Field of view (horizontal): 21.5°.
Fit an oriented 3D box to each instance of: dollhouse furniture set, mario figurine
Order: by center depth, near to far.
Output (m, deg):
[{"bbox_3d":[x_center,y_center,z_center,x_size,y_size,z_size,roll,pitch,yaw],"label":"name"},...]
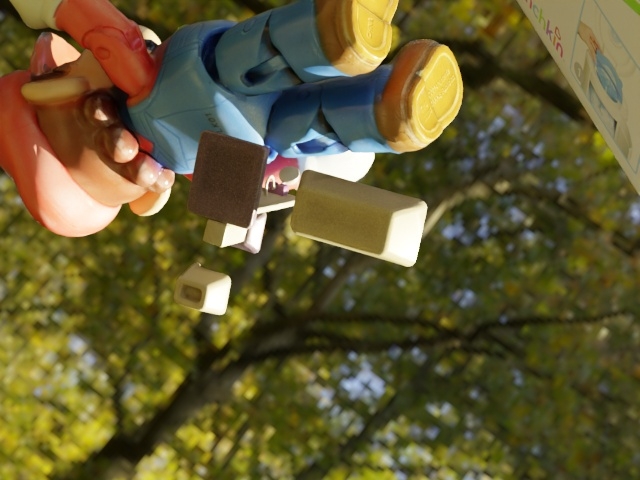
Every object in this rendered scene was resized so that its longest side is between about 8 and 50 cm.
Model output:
[{"bbox_3d":[0.000,0.000,0.830,0.114,0.091,0.081,16,13,20],"label":"dollhouse furniture set"},{"bbox_3d":[-0.076,-0.111,1.054,0.320,0.170,0.198,-9,-82,32],"label":"mario figurine"}]

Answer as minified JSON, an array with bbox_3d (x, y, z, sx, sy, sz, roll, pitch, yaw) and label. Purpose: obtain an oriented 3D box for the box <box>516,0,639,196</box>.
[{"bbox_3d":[0.123,-0.069,0.395,0.103,0.114,0.203,97,-28,-55],"label":"box"}]
